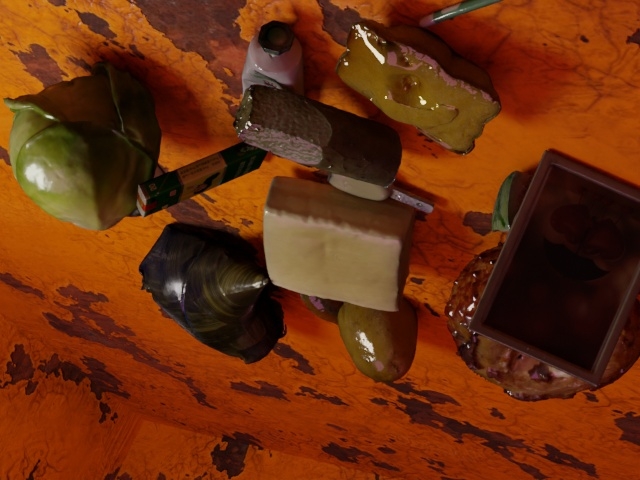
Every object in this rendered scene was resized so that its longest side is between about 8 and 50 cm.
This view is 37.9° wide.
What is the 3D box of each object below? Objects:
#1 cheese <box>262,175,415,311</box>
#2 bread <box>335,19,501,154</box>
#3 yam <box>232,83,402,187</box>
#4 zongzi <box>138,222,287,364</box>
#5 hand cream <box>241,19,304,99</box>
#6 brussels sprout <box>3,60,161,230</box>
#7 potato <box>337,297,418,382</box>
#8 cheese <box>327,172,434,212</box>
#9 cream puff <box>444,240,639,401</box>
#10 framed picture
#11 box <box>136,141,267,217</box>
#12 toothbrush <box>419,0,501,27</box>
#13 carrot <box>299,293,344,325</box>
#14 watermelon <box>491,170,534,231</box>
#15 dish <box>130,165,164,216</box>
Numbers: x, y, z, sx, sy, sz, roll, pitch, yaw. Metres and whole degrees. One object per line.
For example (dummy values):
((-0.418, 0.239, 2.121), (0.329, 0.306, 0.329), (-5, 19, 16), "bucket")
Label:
((0.032, 0.010, 1.726), (0.265, 0.124, 0.243), (12, 141, 10), "cheese")
((0.137, -0.223, 1.284), (0.233, 0.088, 0.161), (28, 149, -2), "bread")
((0.002, -0.159, 1.424), (0.259, 0.106, 0.106), (13, 161, -28), "yam")
((-0.151, 0.158, 2.052), (0.432, 0.208, 0.403), (10, 150, 47), "zongzi")
((-0.074, -0.235, 1.475), (0.121, 0.076, 0.336), (24, 161, 4), "hand cream")
((-0.410, -0.170, 1.635), (0.227, 0.259, 0.294), (44, 137, 46), "brussels sprout")
((0.129, 0.223, 1.984), (0.178, 0.158, 0.204), (-1, 133, -5), "potato")
((0.105, -0.091, 1.606), (0.192, 0.037, 0.097), (24, 155, 2), "cheese")
((0.372, 0.120, 1.562), (0.350, 0.229, 0.350), (4, 137, 3), "cream puff")
((0.369, 0.041, 1.373), (0.211, 0.290, 0.020), (24, 180, 1), "framed picture")
((-0.206, -0.112, 1.623), (0.034, 0.235, 0.132), (63, 164, 5), "box")
((0.220, -0.299, 1.141), (0.257, 0.018, 0.024), (-7, 137, 47), "toothbrush")
((0.038, 0.148, 2.059), (0.193, 0.087, 0.087), (38, 151, -23), "carrot")
((0.332, -0.050, 1.426), (0.158, 0.098, 0.121), (13, -177, 27), "watermelon")
((-0.467, -0.111, 1.947), (0.273, 0.134, 0.273), (20, 155, 10), "dish")
